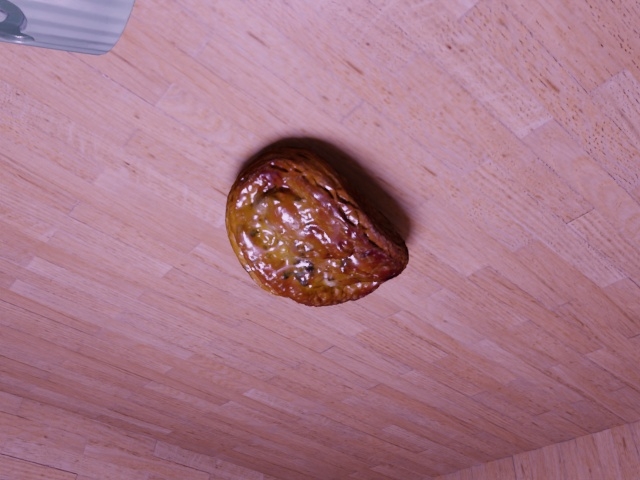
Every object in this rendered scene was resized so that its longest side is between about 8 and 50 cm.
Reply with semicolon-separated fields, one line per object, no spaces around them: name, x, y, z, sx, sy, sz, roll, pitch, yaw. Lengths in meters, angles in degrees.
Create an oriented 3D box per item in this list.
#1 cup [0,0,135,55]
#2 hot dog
cup;-0.392;-0.364;0.520;0.391;0.401;0.310;3;129;-36
hot dog;0.000;0.000;1.071;0.266;0.174;0.387;-27;131;28
